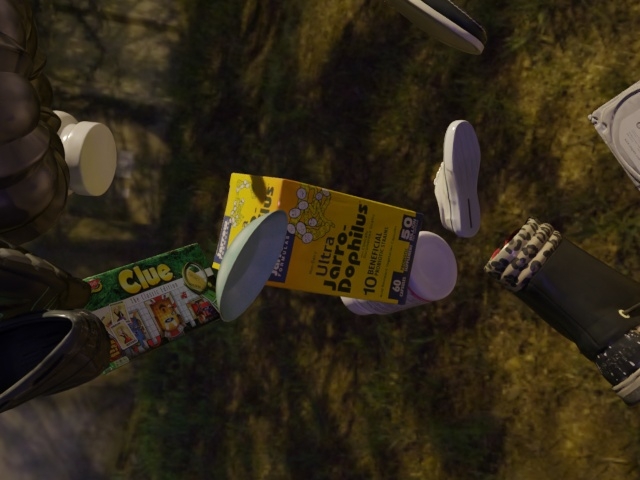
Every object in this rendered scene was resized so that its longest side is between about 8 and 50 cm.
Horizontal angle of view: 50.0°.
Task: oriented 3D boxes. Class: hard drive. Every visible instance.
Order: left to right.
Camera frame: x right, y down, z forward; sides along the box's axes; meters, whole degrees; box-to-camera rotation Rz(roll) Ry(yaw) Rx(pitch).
[{"bbox_3d":[0.761,-0.259,1.438,0.237,0.064,0.339,57,145,4],"label":"hard drive"}]

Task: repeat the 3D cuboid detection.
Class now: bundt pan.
[{"bbox_3d":[-0.343,-0.143,0.706,0.331,0.124,0.331,168,90,-75],"label":"bundt pan"}]

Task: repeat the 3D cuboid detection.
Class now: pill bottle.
[{"bbox_3d":[-0.502,-0.152,1.188,0.153,0.264,0.153,7,-90,-79],"label":"pill bottle"},{"bbox_3d":[0.175,0.089,1.640,0.283,0.160,0.161,-25,60,54],"label":"pill bottle"}]

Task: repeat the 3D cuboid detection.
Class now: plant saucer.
[{"bbox_3d":[-0.116,0.032,1.071,0.195,0.037,0.195,-58,-14,-23],"label":"plant saucer"}]

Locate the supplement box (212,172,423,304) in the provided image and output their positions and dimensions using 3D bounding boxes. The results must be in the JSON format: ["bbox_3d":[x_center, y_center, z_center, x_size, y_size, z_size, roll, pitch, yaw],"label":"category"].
[{"bbox_3d":[0.000,0.000,1.359,0.195,0.356,0.194,12,91,54],"label":"supplement box"}]

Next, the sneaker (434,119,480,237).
[{"bbox_3d":[0.286,-0.132,1.490,0.091,0.094,0.258,18,119,51],"label":"sneaker"}]

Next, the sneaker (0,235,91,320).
[{"bbox_3d":[-0.272,0.056,0.588,0.106,0.101,0.267,-60,-6,-13],"label":"sneaker"}]

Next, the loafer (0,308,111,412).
[{"bbox_3d":[-0.267,0.103,0.498,0.078,0.223,0.076,84,163,-67],"label":"loafer"}]

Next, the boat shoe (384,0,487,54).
[{"bbox_3d":[0.152,-0.432,1.124,0.340,0.127,0.113,41,97,24],"label":"boat shoe"}]

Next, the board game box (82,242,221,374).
[{"bbox_3d":[-0.254,0.095,1.054,0.030,0.259,0.136,-34,84,35],"label":"board game box"}]

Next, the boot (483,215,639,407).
[{"bbox_3d":[0.265,0.042,0.670,0.085,0.178,0.236,-54,-13,28],"label":"boot"}]
